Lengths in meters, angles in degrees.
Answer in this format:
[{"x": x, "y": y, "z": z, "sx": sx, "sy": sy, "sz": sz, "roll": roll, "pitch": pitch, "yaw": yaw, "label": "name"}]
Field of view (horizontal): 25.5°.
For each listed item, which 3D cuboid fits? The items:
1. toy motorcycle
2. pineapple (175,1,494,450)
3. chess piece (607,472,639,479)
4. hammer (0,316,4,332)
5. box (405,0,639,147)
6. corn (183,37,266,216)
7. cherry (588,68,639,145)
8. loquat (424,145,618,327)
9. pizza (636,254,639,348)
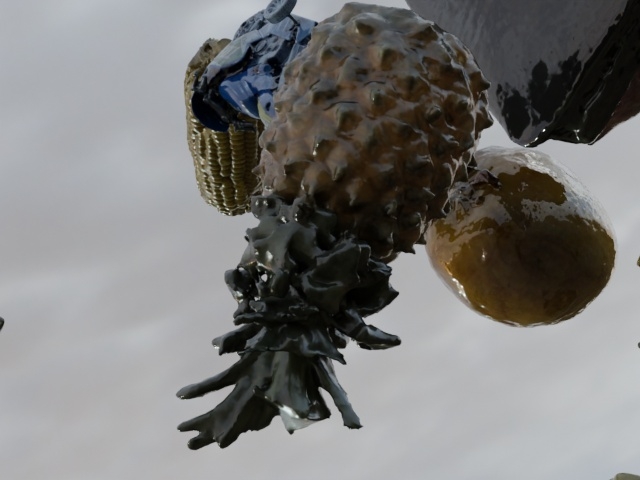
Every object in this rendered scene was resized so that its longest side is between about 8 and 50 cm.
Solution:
[{"x": -0.046, "y": -0.148, "z": 1.280, "sx": 0.092, "sy": 0.254, "sz": 0.135, "roll": 42, "pitch": -95, "yaw": -28, "label": "toy motorcycle"}, {"x": 0.000, "y": 0.000, "z": 1.015, "sx": 0.169, "sy": 0.169, "sz": 0.341, "roll": 78, "pitch": -144, "yaw": -64, "label": "pineapple"}, {"x": 0.218, "y": 0.275, "z": 1.074, "sx": 0.090, "sy": 0.200, "sz": 0.090, "roll": 10, "pitch": -27, "yaw": 5, "label": "chess piece"}, {"x": -0.237, "y": 0.104, "z": 0.913, "sx": 0.062, "sy": 0.013, "sz": 0.199, "roll": -13, "pitch": -27, "yaw": -33, "label": "hammer"}, {"x": 0.239, "y": -0.303, "z": 1.383, "sx": 0.091, "sy": 0.350, "sz": 0.359, "roll": 10, "pitch": -60, "yaw": -31, "label": "box"}, {"x": -0.097, "y": -0.115, "z": 1.500, "sx": 0.097, "sy": 0.097, "sz": 0.262, "roll": -20, "pitch": -33, "yaw": -16, "label": "corn"}, {"x": 0.312, "y": -0.228, "z": 1.548, "sx": 0.175, "sy": 0.250, "sz": 0.192, "roll": 10, "pitch": 7, "yaw": 17, "label": "cherry"}, {"x": 0.229, "y": -0.001, "z": 1.623, "sx": 0.193, "sy": 0.238, "sz": 0.238, "roll": -44, "pitch": -29, "yaw": 23, "label": "loquat"}, {"x": 0.238, "y": 0.052, "z": 0.735, "sx": 0.080, "sy": 0.392, "sz": 0.435, "roll": 14, "pitch": -65, "yaw": -4, "label": "pizza"}]
